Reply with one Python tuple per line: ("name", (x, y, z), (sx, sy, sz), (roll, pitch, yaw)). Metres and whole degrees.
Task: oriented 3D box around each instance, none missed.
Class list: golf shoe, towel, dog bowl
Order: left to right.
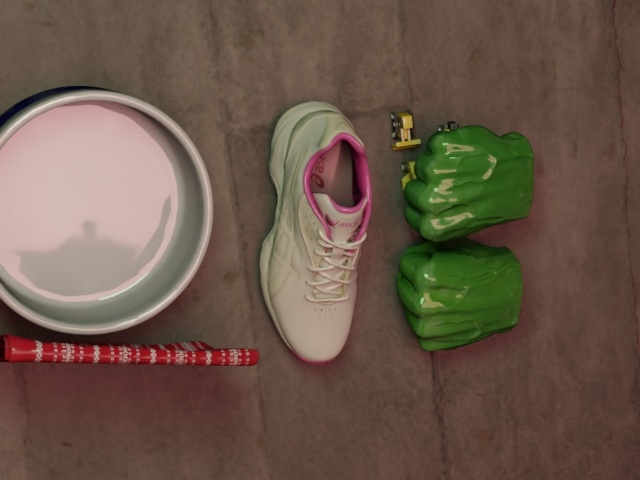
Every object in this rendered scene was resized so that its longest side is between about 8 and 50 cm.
("dog bowl", (-0.256, -0.035, 1.863), (0.265, 0.104, 0.265), (-3, 101, -18))
("towel", (-0.225, 0.120, 1.856), (0.275, 0.199, 0.031), (3, 86, -19))
("golf shoe", (0.000, 0.000, 1.938), (0.115, 0.140, 0.306), (-6, 103, -19))

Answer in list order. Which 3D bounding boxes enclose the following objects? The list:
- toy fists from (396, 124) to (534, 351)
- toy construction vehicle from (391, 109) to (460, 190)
("toy fists", (0.159, -0.002, 2.000), (0.142, 0.096, 0.279), (-10, 118, -27))
("toy construction vehicle", (0.128, -0.105, 2.015), (0.086, 0.035, 0.098), (-6, 102, -17))
